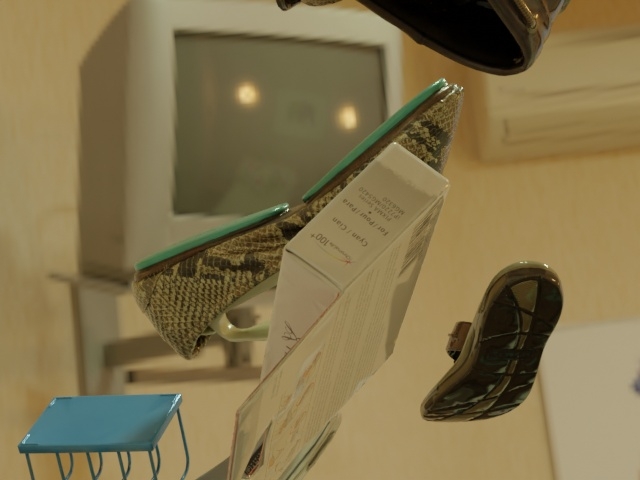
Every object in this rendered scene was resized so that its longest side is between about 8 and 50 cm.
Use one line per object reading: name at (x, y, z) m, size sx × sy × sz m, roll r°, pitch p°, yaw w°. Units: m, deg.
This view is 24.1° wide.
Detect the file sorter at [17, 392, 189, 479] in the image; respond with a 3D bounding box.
file sorter at (-0.256, 0.260, 1.817) m, size 0.170 × 0.105 × 0.118 m, roll -4°, pitch 23°, yaw 15°

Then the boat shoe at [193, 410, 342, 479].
boat shoe at (-0.077, 0.287, 1.802) m, size 0.267 × 0.096 × 0.088 m, roll -52°, pitch -34°, yaw 3°

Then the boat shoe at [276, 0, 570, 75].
boat shoe at (0.016, -0.199, 0.849) m, size 0.355 × 0.130 × 0.132 m, roll 20°, pitch -24°, yaw -29°

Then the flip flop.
flip flop at (0.185, 0.110, 1.651) m, size 0.112 × 0.080 × 0.277 m, roll 1°, pitch -44°, yaw -17°

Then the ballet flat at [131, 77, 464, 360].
ballet flat at (0.000, 0.000, 1.762) m, size 0.482 × 0.182 × 0.164 m, roll -30°, pitch 2°, yaw 20°

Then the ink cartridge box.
ink cartridge box at (-0.016, 0.094, 1.223) m, size 0.261 × 0.066 × 0.296 m, roll -46°, pitch -16°, yaw -28°
